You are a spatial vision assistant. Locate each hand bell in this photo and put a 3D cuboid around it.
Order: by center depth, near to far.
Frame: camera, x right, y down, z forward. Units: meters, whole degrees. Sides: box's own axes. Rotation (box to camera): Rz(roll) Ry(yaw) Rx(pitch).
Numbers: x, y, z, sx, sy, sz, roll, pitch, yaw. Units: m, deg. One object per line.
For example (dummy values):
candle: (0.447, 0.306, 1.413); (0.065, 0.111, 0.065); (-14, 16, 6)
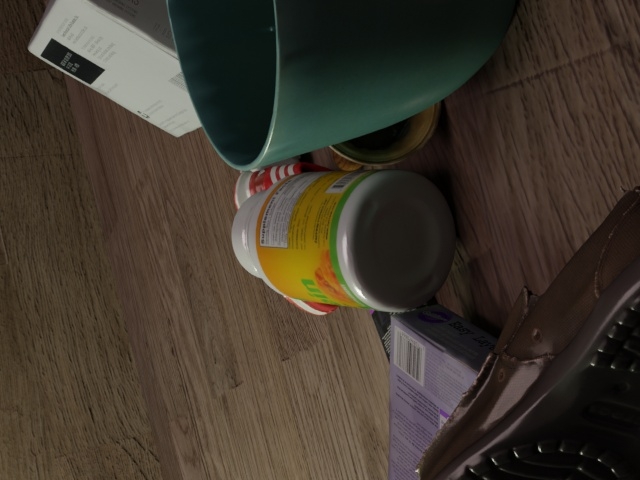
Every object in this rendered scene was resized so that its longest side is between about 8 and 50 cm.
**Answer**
hand bell: (0.042, -0.110, 1.192); (0.242, 0.126, 0.126); (114, 141, -78)

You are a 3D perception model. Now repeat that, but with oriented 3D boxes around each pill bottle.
pill bottle: (0.011, -0.003, 1.172); (0.245, 0.136, 0.136); (3, 105, 56)

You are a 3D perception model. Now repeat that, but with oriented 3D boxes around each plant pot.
plant pot: (0.019, -0.221, 0.950); (0.293, 0.235, 0.293); (169, 90, -70)

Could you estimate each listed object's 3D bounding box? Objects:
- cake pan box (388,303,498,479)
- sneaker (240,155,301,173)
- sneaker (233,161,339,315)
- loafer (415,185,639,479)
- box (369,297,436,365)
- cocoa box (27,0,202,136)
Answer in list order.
cake pan box: (0.149, 0.214, 1.050); (0.267, 0.070, 0.246); (30, 124, 56)
sneaker: (-0.071, -0.117, 1.472); (0.104, 0.095, 0.237); (131, 123, -75)
sneaker: (0.000, 0.000, 1.350); (0.221, 0.128, 0.087); (54, -141, -34)
loafer: (0.184, 0.104, 0.827); (0.366, 0.133, 0.130); (-55, 21, 36)
box: (0.100, 0.105, 1.222); (0.116, 0.029, 0.162); (120, 135, -60)
cocoa box: (-0.168, -0.286, 1.311); (0.228, 0.231, 0.347); (-63, 17, -11)
